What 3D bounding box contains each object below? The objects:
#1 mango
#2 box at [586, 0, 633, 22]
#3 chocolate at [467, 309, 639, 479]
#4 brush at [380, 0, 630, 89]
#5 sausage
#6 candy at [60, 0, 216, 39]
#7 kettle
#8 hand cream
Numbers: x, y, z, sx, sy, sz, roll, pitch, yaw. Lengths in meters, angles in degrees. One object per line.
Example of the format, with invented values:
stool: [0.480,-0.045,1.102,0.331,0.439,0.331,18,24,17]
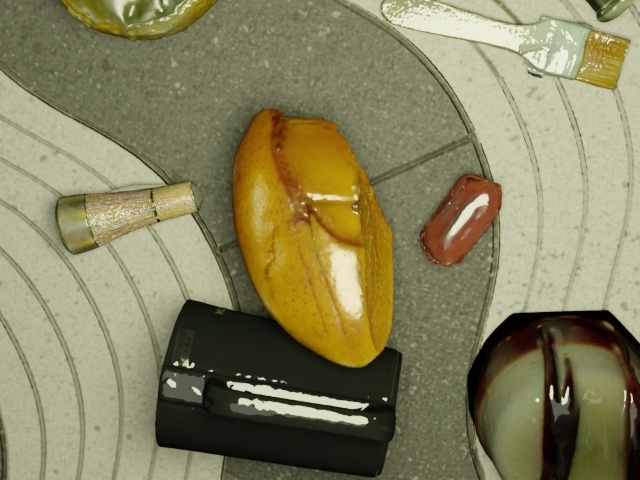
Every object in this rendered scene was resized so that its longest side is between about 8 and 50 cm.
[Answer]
mango: [0.000,0.000,1.337,0.199,0.201,0.350,-29,70,45]
box: [0.400,-0.433,1.294,0.178,0.138,0.274,43,99,1]
chocolate: [0.342,0.242,1.385,0.283,0.186,0.284,1,99,4]
brush: [0.245,-0.279,1.386,0.336,0.020,0.085,16,101,2]
sausage: [0.193,-0.027,1.407,0.076,0.076,0.141,33,99,-2]
candy: [-0.242,-0.392,1.355,0.259,0.118,0.260,0,98,0]
kettle: [-0.051,0.192,1.367,0.308,0.262,0.203,10,59,3]
hand cream: [-0.265,-0.041,1.435,0.203,0.084,0.084,-13,99,1]
